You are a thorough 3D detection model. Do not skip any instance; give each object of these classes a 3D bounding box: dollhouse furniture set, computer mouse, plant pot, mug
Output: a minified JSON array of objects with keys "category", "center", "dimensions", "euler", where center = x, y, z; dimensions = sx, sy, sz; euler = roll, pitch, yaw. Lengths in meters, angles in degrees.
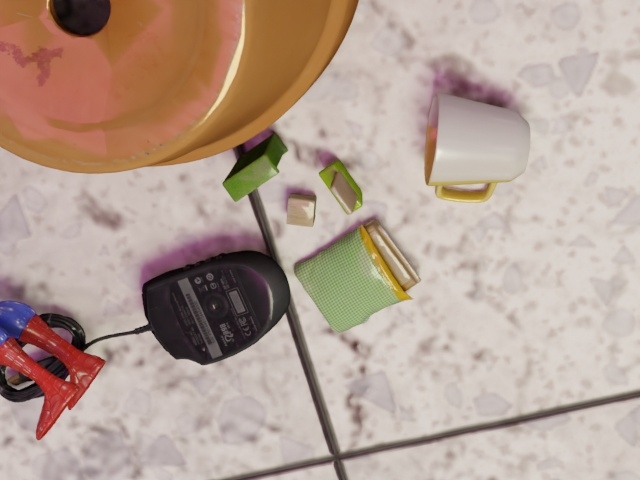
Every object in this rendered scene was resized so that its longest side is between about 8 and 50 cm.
[{"category":"dollhouse furniture set","center":[0.000,0.000,1.261],"dimensions":[0.076,0.058,0.151],"euler":[-32,103,17]},{"category":"computer mouse","center":[-0.128,0.062,1.317],"dimensions":[0.242,0.041,0.071],"euler":[-17,102,20]},{"category":"plant pot","center":[-0.123,-0.165,1.138],"dimensions":[0.291,0.203,0.291],"euler":[2,110,5]},{"category":"mug","center":[0.103,-0.063,1.234],"dimensions":[0.064,0.078,0.062],"euler":[5,78,-4]}]

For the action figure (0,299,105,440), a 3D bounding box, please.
[{"category":"action figure","center":[-0.305,0.057,1.295],"dimensions":[0.280,0.091,0.139],"euler":[38,109,1]}]
